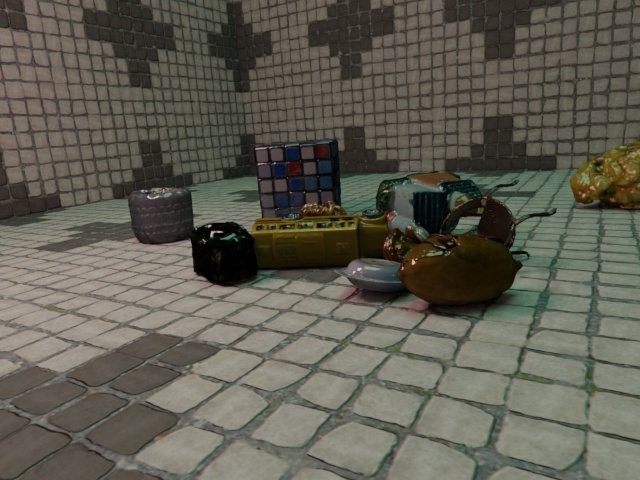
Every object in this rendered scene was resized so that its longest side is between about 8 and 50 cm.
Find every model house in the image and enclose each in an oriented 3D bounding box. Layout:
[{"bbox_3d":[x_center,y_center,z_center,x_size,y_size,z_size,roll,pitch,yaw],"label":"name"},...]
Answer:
[{"bbox_3d":[0.313,-0.078,1.272,0.252,0.185,0.291,-7,14,-19],"label":"model house"}]

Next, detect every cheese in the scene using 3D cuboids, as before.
[{"bbox_3d":[0.260,0.005,1.128,0.026,0.120,0.067,-45,7,13],"label":"cheese"},{"bbox_3d":[0.145,0.069,0.964,0.244,0.052,0.135,3,10,-24],"label":"cheese"}]

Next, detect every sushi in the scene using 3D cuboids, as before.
[{"bbox_3d":[-0.234,0.021,1.139,0.124,0.127,0.225,-13,14,-30],"label":"sushi"}]

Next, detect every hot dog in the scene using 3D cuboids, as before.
[{"bbox_3d":[0.200,0.019,1.131,0.099,0.065,0.147,35,24,13],"label":"hot dog"}]

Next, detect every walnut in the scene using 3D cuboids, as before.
[{"bbox_3d":[0.011,-0.094,1.622,0.170,0.069,0.143,3,-12,28],"label":"walnut"},{"bbox_3d":[0.253,0.053,0.858,0.245,0.137,0.137,2,11,-15],"label":"walnut"}]

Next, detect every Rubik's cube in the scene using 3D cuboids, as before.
[{"bbox_3d":[-0.073,-0.230,1.818,0.292,0.287,0.292,-3,12,9],"label":"Rubik's cube"}]

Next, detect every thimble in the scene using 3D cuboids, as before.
[{"bbox_3d":[-0.546,-0.088,1.618,0.236,0.172,0.205,6,13,29],"label":"thimble"}]

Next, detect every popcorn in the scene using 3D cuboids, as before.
[{"bbox_3d":[1.026,-0.217,1.609,0.331,0.225,0.265,-12,15,19],"label":"popcorn"}]

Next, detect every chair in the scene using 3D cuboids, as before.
[{"bbox_3d":[0.383,-0.024,1.073,0.213,0.149,0.174,-16,46,-18],"label":"chair"}]

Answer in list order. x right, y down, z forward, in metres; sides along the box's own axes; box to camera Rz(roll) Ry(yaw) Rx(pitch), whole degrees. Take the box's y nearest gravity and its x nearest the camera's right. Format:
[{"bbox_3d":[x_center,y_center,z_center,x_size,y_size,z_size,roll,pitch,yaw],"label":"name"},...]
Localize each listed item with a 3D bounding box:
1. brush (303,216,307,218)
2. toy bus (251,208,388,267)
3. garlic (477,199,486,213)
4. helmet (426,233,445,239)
[{"bbox_3d":[-0.059,-0.025,1.464,0.103,0.047,0.233,-1,15,13],"label":"brush"},{"bbox_3d":[0.000,0.000,1.178,0.335,0.121,0.123,-2,20,7],"label":"toy bus"},{"bbox_3d":[0.506,-0.147,1.734,0.128,0.148,0.267,-39,12,12],"label":"garlic"},{"bbox_3d":[0.260,0.040,1.026,0.111,0.089,0.057,29,51,34],"label":"helmet"}]
